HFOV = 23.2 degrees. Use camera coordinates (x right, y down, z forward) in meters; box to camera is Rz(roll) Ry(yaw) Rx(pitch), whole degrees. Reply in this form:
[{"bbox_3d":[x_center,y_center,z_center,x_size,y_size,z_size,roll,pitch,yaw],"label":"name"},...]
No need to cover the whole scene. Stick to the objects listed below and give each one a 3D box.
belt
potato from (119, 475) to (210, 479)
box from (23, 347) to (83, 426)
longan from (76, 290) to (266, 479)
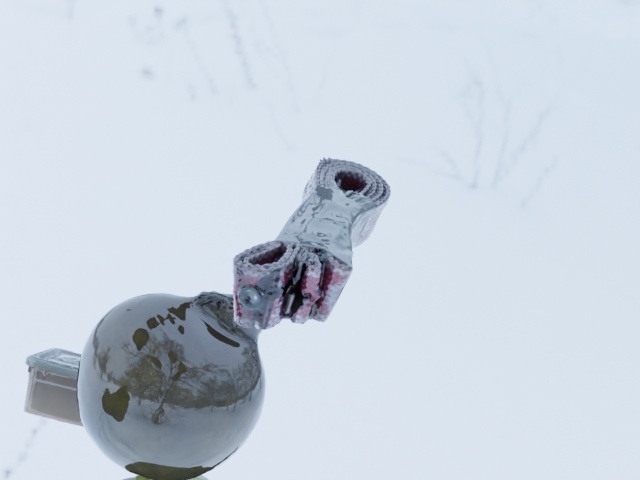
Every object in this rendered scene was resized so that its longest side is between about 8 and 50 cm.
[{"bbox_3d":[0.000,0.000,1.092,0.071,0.053,0.232,23,25,7],"label":"belt"},{"bbox_3d":[-0.163,0.354,1.569,0.169,0.248,0.143,18,-4,4],"label":"potato"},{"bbox_3d":[-0.262,0.155,1.637,0.089,0.062,0.122,14,3,3],"label":"box"},{"bbox_3d":[-0.135,0.130,1.486,0.185,0.204,0.159,46,3,-20],"label":"longan"}]
